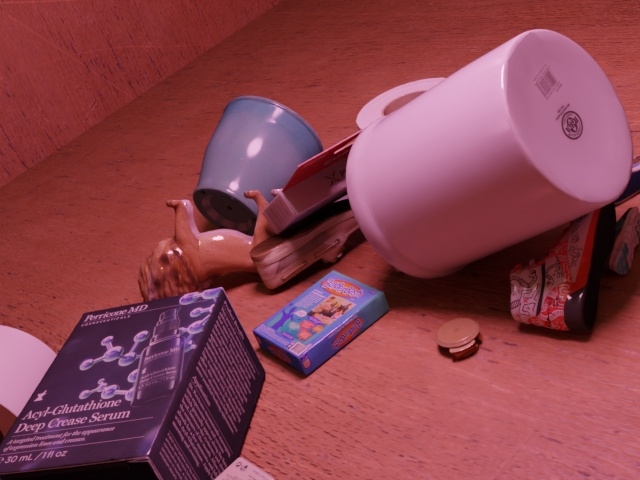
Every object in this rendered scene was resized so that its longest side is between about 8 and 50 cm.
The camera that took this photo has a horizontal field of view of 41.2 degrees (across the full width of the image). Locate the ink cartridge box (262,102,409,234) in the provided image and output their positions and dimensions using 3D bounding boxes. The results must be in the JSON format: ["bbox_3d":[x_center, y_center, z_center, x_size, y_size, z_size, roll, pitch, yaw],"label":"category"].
[{"bbox_3d":[0.046,-0.140,1.719,0.296,0.066,0.261,-32,-5,-25],"label":"ink cartridge box"}]

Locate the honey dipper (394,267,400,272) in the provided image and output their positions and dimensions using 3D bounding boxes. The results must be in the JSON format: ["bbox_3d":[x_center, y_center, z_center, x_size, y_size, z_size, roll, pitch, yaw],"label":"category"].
[{"bbox_3d":[0.186,0.008,1.725,0.031,0.030,0.160,1,38,34],"label":"honey dipper"}]

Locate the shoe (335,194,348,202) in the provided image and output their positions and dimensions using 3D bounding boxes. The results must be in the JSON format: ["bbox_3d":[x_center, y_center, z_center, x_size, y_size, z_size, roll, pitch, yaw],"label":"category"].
[{"bbox_3d":[0.062,-0.131,2.008,0.081,0.063,0.178,8,36,44],"label":"shoe"}]

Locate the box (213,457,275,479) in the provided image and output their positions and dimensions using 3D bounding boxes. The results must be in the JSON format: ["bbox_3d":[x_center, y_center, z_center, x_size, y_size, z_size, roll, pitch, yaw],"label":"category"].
[{"bbox_3d":[-0.166,0.439,1.169,0.275,0.113,0.094,-37,32,-28],"label":"box"}]

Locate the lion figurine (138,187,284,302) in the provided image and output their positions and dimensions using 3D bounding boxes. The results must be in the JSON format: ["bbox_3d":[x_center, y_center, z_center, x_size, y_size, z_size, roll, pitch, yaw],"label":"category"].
[{"bbox_3d":[-0.204,0.020,1.829,0.393,0.240,0.142,-8,2,-2],"label":"lion figurine"}]

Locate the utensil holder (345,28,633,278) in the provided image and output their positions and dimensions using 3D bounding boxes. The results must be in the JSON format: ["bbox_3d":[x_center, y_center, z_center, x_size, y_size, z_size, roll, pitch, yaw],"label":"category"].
[{"bbox_3d":[0.287,-0.137,1.470,0.385,0.327,0.327,-27,16,51],"label":"utensil holder"}]

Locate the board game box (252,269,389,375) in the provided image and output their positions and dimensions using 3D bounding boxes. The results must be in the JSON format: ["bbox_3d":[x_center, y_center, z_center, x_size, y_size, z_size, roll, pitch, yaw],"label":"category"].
[{"bbox_3d":[0.000,0.149,1.597,0.210,0.047,0.160,-36,32,-23],"label":"board game box"}]

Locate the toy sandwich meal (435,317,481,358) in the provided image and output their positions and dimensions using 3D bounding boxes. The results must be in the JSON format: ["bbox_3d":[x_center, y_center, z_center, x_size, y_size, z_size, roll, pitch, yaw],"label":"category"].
[{"bbox_3d":[0.235,0.164,1.440,0.086,0.029,0.085,-19,25,9],"label":"toy sandwich meal"}]

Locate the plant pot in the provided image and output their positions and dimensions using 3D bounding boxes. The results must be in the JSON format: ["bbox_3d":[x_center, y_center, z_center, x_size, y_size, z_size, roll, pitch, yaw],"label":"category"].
[{"bbox_3d":[-0.166,-0.157,2.023,0.272,0.271,0.255,3,54,37],"label":"plant pot"}]

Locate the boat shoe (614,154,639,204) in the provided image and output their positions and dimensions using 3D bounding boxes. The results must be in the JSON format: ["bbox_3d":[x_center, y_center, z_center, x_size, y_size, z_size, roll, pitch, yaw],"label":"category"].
[{"bbox_3d":[0.581,-0.118,1.647,0.183,0.066,0.066,-18,23,-14],"label":"boat shoe"}]

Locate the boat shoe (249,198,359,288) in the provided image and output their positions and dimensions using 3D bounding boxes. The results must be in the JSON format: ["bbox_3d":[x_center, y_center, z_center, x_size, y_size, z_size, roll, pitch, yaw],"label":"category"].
[{"bbox_3d":[0.000,0.000,1.798,0.302,0.098,0.109,-29,18,-17],"label":"boat shoe"}]

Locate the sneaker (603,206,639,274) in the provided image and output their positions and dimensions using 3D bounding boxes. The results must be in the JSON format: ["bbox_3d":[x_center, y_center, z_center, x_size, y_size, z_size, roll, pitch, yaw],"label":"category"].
[{"bbox_3d":[0.517,-0.004,1.498,0.076,0.065,0.166,-1,34,39],"label":"sneaker"}]

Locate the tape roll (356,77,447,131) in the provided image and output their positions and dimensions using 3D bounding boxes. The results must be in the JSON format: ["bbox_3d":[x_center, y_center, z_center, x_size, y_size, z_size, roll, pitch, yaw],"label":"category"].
[{"bbox_3d":[0.238,-0.300,2.128,0.286,0.100,0.286,-17,29,10],"label":"tape roll"}]

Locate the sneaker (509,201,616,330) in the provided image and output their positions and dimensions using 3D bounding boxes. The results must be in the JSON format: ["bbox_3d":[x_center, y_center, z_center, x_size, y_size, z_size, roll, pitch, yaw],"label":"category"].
[{"bbox_3d":[0.403,0.026,1.435,0.145,0.090,0.270,0,57,37],"label":"sneaker"}]

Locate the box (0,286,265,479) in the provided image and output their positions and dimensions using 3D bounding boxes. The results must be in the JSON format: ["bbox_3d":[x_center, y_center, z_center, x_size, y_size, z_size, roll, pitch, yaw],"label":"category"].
[{"bbox_3d":[-0.297,0.293,1.393,0.294,0.211,0.395,-12,30,19],"label":"box"}]

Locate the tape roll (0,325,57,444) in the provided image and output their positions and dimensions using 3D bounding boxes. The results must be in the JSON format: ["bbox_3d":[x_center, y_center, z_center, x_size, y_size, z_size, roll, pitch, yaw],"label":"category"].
[{"bbox_3d":[-0.603,0.298,1.553,0.246,0.246,0.169,-12,31,16],"label":"tape roll"}]
